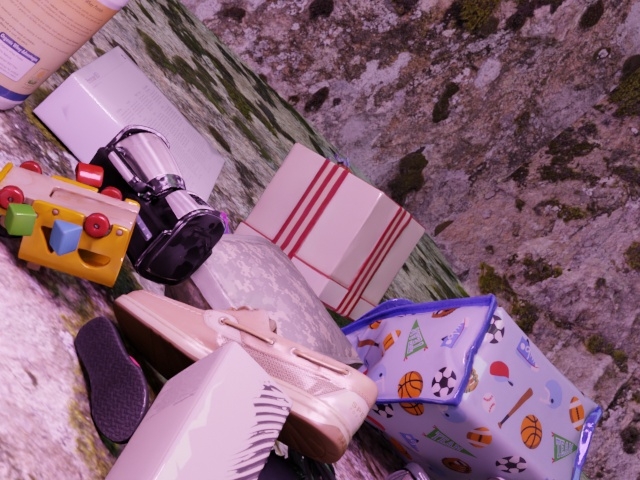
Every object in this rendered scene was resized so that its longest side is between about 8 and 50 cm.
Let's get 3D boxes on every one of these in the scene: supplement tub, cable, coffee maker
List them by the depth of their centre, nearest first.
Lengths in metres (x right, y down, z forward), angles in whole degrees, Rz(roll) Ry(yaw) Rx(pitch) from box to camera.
[{"bbox_3d":[-0.007,0.294,1.411,0.184,0.047,0.151,97,-19,-53],"label":"cable"},{"bbox_3d":[-0.223,-0.028,1.460,0.120,0.171,0.178,-2,45,-43],"label":"coffee maker"},{"bbox_3d":[-0.398,-0.358,1.566,0.228,0.316,0.228,47,12,-13],"label":"supplement tub"}]

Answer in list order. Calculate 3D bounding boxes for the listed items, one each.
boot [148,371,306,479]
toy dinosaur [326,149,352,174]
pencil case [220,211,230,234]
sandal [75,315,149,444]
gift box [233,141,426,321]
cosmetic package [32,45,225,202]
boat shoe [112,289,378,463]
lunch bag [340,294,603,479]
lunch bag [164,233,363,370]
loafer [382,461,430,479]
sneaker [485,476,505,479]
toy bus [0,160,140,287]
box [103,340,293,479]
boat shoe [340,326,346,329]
[{"bbox_3d":[-0.101,0.261,1.260,0.207,0.094,0.246,44,6,-10],"label":"boot"},{"bbox_3d":[0.039,-0.136,2.213,0.082,0.047,0.090,45,24,-40],"label":"toy dinosaur"},{"bbox_3d":[-0.153,0.027,1.890,0.152,0.070,0.064,55,13,30],"label":"pencil case"},{"bbox_3d":[-0.221,0.152,1.247,0.040,0.067,0.179,55,2,-43],"label":"sandal"},{"bbox_3d":[0.000,0.000,2.126,0.276,0.258,0.255,31,-2,36],"label":"gift box"},{"bbox_3d":[-0.301,-0.170,1.893,0.284,0.097,0.377,49,11,-11],"label":"cosmetic package"},{"bbox_3d":[-0.094,0.140,1.366,0.341,0.110,0.122,28,-30,18],"label":"boat shoe"},{"bbox_3d":[0.206,0.262,1.873,0.328,0.385,0.239,44,56,-25],"label":"lunch bag"},{"bbox_3d":[-0.092,0.119,1.580,0.235,0.169,0.287,53,7,17],"label":"lunch bag"},{"bbox_3d":[0.175,0.472,1.743,0.268,0.084,0.096,59,-17,24],"label":"loafer"},{"bbox_3d":[0.170,0.394,1.630,0.147,0.104,0.295,48,42,1],"label":"sneaker"},{"bbox_3d":[-0.312,-0.017,1.326,0.191,0.104,0.202,-4,32,-47],"label":"toy bus"},{"bbox_3d":[-0.128,0.219,1.031,0.094,0.113,0.275,48,34,-14],"label":"box"},{"bbox_3d":[0.076,0.188,2.032,0.063,0.184,0.066,53,38,-20],"label":"boat shoe"}]
